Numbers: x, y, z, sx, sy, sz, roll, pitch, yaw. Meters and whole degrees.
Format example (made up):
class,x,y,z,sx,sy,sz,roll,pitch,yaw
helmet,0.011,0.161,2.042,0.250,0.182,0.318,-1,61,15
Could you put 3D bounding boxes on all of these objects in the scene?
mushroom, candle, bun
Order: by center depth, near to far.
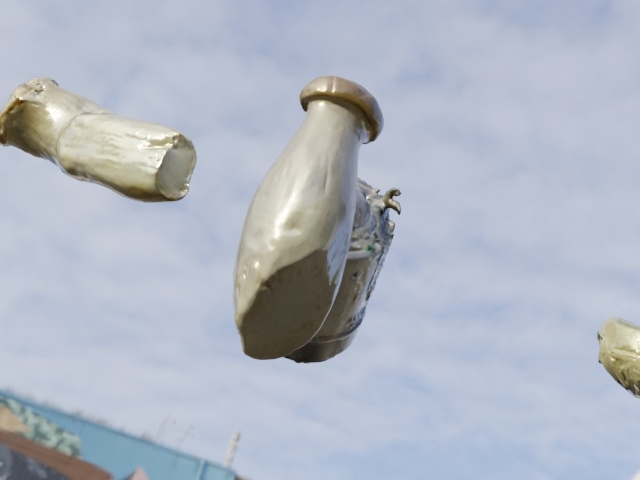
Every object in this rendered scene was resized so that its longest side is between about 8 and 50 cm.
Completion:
class,x,y,z,sx,sy,sz,roll,pitch,yaw
mushroom,-0.154,-0.067,0.642,0.202,0.059,0.054,24,1,41
mushroom,-0.016,-0.032,1.083,0.128,0.350,0.128,16,-24,7
candle,0.000,0.000,1.267,0.187,0.187,0.330,16,-53,-2
bun,0.569,0.219,1.632,0.210,0.116,0.237,25,1,-37
